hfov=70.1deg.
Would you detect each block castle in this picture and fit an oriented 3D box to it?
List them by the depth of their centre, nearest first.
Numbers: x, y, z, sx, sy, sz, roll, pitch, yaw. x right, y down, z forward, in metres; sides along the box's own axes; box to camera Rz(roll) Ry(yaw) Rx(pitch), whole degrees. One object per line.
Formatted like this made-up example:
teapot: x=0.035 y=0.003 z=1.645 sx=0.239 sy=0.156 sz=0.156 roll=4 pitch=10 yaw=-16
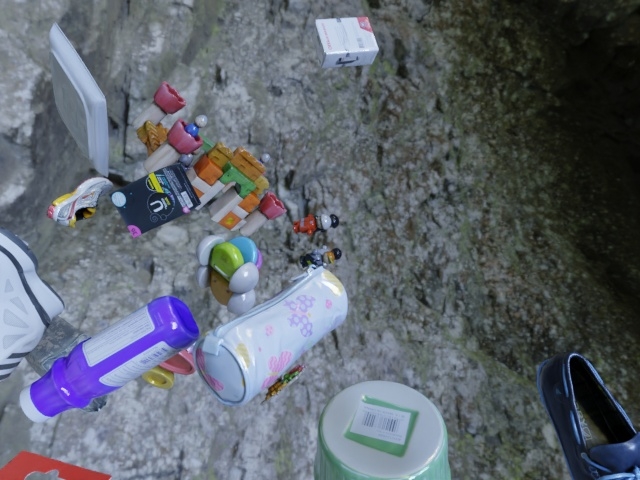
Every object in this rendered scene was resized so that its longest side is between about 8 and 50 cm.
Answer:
block castle: x=-0.304 y=-0.236 z=1.356 sx=0.213 sy=0.453 sz=0.303 roll=-39 pitch=-131 yaw=10

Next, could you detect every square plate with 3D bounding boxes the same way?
square plate: x=-0.764 y=-0.424 z=1.432 sx=0.344 sy=0.049 sz=0.347 roll=53 pitch=-36 yaw=16

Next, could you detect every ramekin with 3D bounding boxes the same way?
ramekin: x=0.132 y=0.449 z=0.991 sx=0.303 sy=0.303 sz=0.148 roll=-104 pitch=-170 yaw=-64

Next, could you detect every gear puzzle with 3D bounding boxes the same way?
gear puzzle: x=-0.147 y=0.515 z=1.639 sx=0.175 sy=0.044 sz=0.339 roll=-38 pitch=171 yaw=1

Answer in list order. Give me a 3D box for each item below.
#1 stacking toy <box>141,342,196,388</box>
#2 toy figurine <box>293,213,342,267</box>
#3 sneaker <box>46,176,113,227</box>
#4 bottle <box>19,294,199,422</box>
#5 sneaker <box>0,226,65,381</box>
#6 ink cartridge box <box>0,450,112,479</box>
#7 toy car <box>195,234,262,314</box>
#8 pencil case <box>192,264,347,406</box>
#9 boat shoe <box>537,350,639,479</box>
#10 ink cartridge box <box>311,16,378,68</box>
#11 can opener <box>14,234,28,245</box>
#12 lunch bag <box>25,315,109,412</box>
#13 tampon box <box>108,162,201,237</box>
stacking toy: x=-0.568 y=0.373 z=1.606 sx=0.309 sy=0.279 sz=0.130 roll=-32 pitch=-154 yaw=36
toy figurine: x=0.000 y=0.000 z=1.762 sx=0.213 sy=0.148 sz=0.210 roll=-3 pitch=83 yaw=-77
sneaker: x=-0.712 y=-0.112 z=1.388 sx=0.088 sy=0.092 sz=0.225 roll=-53 pitch=-176 yaw=44
bottle: x=-0.346 y=0.197 z=0.756 sx=0.092 sy=0.282 sz=0.118 roll=58 pitch=-4 yaw=17
sneaker: x=-0.638 y=0.131 z=0.814 sx=0.448 sy=0.169 sz=0.258 roll=94 pitch=8 yaw=-55
ink cartridge box: x=-0.607 y=0.481 z=0.753 sx=0.385 sy=0.308 sz=0.091 roll=-39 pitch=121 yaw=-56
toy car: x=-0.194 y=0.065 z=1.048 sx=0.136 sy=0.159 sz=0.182 roll=-36 pitch=153 yaw=-39
pencil case: x=-0.067 y=0.139 z=0.721 sx=0.273 sy=0.113 sz=0.124 roll=-31 pitch=137 yaw=-48
boat shoe: x=0.357 y=0.267 z=0.575 sx=0.089 sy=0.109 sz=0.258 roll=87 pitch=-19 yaw=-56
ink cartridge box: x=0.056 y=-0.470 z=1.086 sx=0.056 sy=0.135 sz=0.099 roll=125 pitch=-47 yaw=-68
can opener: x=-1.020 y=0.020 z=1.380 sx=0.280 sy=0.074 sz=0.093 roll=7 pitch=102 yaw=-77
lunch bag: x=-0.816 y=0.410 z=1.491 sx=0.169 sy=0.235 sz=0.287 roll=-41 pitch=131 yaw=-37
tampon box: x=-0.400 y=-0.100 z=1.115 sx=0.101 sy=0.161 sz=0.120 roll=-82 pitch=146 yaw=-75
